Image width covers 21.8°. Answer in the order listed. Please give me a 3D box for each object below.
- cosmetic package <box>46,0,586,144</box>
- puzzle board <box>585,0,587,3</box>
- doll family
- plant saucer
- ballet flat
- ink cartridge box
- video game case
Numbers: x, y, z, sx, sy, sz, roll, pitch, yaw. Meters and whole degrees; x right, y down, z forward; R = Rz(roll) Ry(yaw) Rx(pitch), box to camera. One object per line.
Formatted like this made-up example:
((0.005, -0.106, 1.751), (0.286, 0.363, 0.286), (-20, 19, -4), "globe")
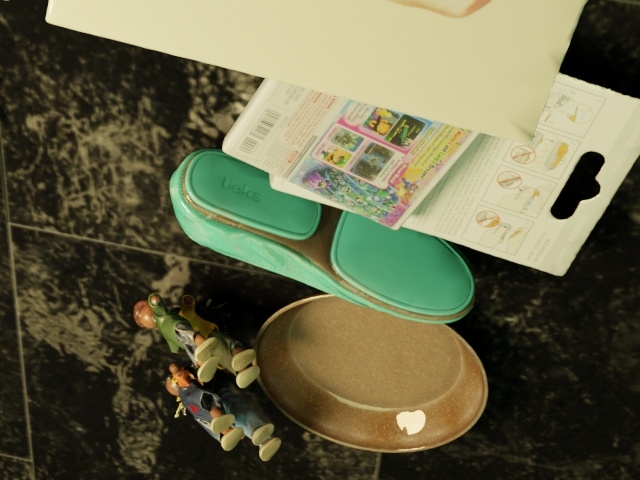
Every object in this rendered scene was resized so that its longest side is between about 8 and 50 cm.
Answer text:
((0.003, -0.180, 0.985), (0.296, 0.153, 0.129), (13, 128, -6), "cosmetic package")
((0.143, -0.196, 1.069), (0.096, 0.011, 0.128), (22, 137, -8), "puzzle board")
((-0.097, 0.109, 1.385), (0.111, 0.076, 0.193), (30, 141, 41), "doll family")
((0.043, 0.101, 1.384), (0.198, 0.036, 0.198), (8, 137, 8), "plant saucer")
((0.000, 0.000, 1.274), (0.247, 0.083, 0.087), (23, 161, -7), "ballet flat")
((0.097, -0.080, 1.177), (0.232, 0.066, 0.189), (14, 137, -10), "ink cartridge box")
((0.029, -0.083, 1.134), (0.143, 0.019, 0.157), (24, 135, -15), "video game case")
